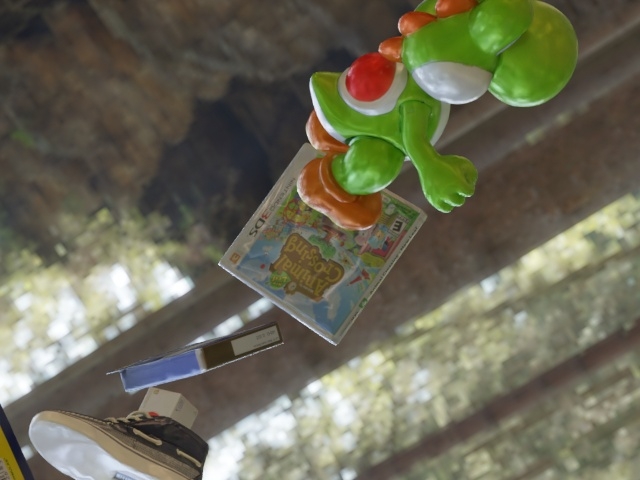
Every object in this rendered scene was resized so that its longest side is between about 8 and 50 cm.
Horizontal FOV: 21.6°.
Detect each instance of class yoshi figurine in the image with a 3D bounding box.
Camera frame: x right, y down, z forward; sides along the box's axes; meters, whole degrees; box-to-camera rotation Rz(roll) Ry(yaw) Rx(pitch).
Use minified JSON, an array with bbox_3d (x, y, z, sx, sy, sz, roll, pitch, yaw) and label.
[{"bbox_3d":[0.138,-0.150,1.777,0.203,0.362,0.203,-29,-98,-43],"label":"yoshi figurine"}]

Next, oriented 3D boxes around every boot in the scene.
[{"bbox_3d":[-0.203,0.205,1.701,0.190,0.069,0.086,32,-142,-17],"label":"boot"}]

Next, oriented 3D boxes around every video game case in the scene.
[{"bbox_3d":[0.000,0.000,2.065,0.212,0.193,0.023,33,175,37],"label":"video game case"}]

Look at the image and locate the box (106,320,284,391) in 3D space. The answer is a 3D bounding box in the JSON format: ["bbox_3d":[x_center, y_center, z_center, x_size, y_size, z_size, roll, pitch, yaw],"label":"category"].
[{"bbox_3d":[-0.170,0.157,2.226,0.136,0.225,0.036,-17,-89,-42],"label":"box"}]

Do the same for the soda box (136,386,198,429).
[{"bbox_3d":[-0.294,0.362,2.863,0.069,0.074,0.216,53,-125,-48],"label":"soda box"}]

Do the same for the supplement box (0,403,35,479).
[{"bbox_3d":[-0.500,0.333,1.925,0.195,0.194,0.356,65,-157,4],"label":"supplement box"}]
